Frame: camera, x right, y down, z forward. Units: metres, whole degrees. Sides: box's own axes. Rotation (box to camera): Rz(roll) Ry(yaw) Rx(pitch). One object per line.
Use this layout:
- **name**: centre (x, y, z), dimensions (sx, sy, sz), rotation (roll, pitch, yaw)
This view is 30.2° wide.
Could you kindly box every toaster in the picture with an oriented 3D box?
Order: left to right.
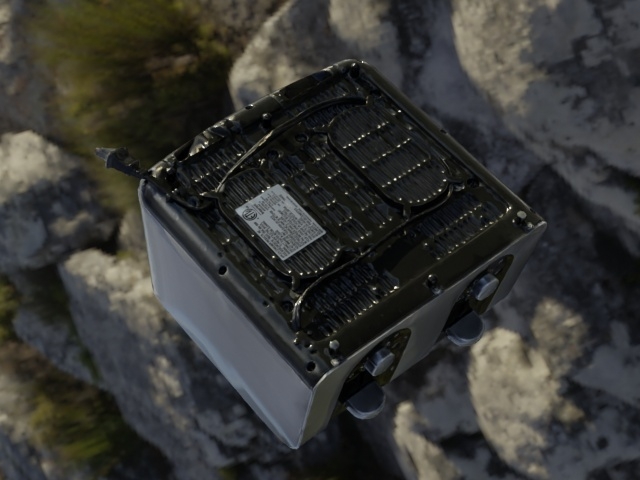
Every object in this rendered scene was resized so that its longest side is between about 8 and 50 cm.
- **toaster**: centre (0.000, 0.000, 0.659), dimensions (0.185, 0.168, 0.110), rotation (45, 151, 23)
